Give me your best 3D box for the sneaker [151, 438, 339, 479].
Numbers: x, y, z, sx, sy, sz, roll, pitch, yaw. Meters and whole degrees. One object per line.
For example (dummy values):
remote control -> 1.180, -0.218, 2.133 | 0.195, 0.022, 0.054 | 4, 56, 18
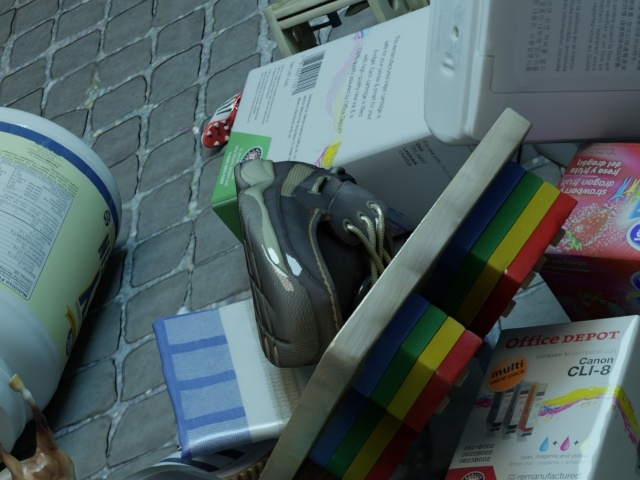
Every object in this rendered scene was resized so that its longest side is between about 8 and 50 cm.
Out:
sneaker -> -0.112, 0.201, 1.602 | 0.282, 0.099, 0.153 | -23, 27, -26

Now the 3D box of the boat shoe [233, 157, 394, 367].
boat shoe -> 0.000, 0.000, 1.599 | 0.130, 0.132, 0.355 | -9, 21, -2

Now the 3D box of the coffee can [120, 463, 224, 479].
coffee can -> -0.039, 0.290, 1.390 | 0.275, 0.201, 0.201 | 9, 56, 47

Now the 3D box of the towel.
towel -> 0.007, 0.098, 1.622 | 0.285, 0.034, 0.209 | -13, 31, -6

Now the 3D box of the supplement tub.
supplement tub -> -0.354, 0.049, 1.931 | 0.235, 0.235, 0.325 | -14, 41, 32

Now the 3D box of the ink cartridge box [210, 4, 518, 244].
ink cartridge box -> 0.053, -0.105, 1.841 | 0.278, 0.117, 0.201 | -17, 39, 29

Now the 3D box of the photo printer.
photo printer -> 0.243, -0.206, 1.550 | 0.307, 0.256, 0.107 | -4, 18, -23

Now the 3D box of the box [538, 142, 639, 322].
box -> 0.304, 0.010, 1.466 | 0.257, 0.128, 0.122 | 5, 52, 45

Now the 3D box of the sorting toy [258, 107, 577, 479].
sorting toy -> 0.080, 0.070, 1.432 | 0.257, 0.089, 0.255 | -52, -7, -31

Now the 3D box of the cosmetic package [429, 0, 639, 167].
cosmetic package -> 0.247, -0.213, 1.689 | 0.224, 0.224, 0.138 | -42, 27, -6

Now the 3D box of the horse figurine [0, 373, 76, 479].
horse figurine -> -0.303, 0.223, 1.775 | 0.263, 0.174, 0.066 | -20, 21, 40

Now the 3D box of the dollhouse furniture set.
dollhouse furniture set -> 0.053, -0.233, 2.013 | 0.129, 0.129, 0.183 | -16, 15, 30

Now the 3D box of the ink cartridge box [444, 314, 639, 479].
ink cartridge box -> 0.188, 0.163, 1.395 | 0.128, 0.127, 0.176 | -8, 43, 37

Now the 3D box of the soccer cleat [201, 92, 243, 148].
soccer cleat -> -0.109, -0.132, 2.105 | 0.035, 0.029, 0.083 | -4, 43, 52
